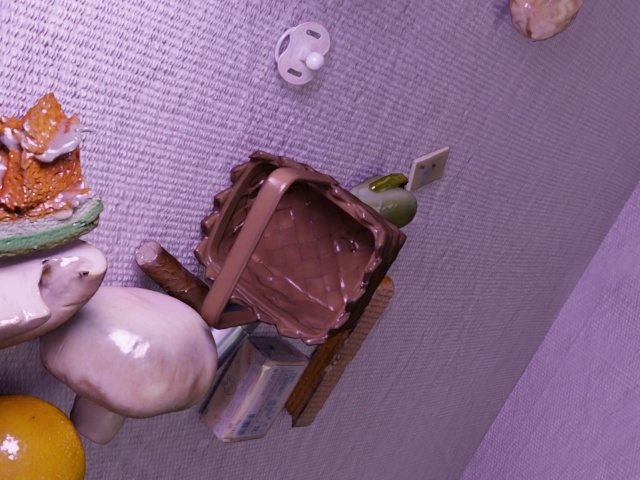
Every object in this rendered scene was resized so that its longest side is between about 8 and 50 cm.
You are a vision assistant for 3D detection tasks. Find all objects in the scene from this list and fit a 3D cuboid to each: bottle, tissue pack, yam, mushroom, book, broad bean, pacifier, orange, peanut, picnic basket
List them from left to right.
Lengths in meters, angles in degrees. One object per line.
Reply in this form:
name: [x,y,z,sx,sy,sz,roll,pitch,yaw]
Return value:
mushroom: [-0.414,0.085,1.150,0.286,0.156,0.151,-13,144,-32]
orange: [-0.442,0.326,1.277,0.236,0.236,0.236,-34,144,-29]
mushroom: [-0.285,0.191,1.338,0.260,0.254,0.234,20,98,-15]
yam: [-0.223,0.069,1.472,0.057,0.057,0.241,-49,149,-9]
bottle: [-0.195,0.179,1.597,0.253,0.079,0.096,-47,142,-9]
tissue pack: [-0.126,0.288,1.786,0.148,0.092,0.196,13,111,-57]
picnic basket: [-0.051,0.009,1.413,0.254,0.291,0.321,-61,161,13]
pacifier: [-0.023,-0.277,1.377,0.082,0.078,0.099,15,110,-35]
broad bean: [0.085,-0.038,1.744,0.228,0.100,0.169,-52,142,0]
book: [0.222,-0.146,1.899,0.111,0.014,0.077,-26,139,-39]
peanut: [0.473,-0.525,1.749,0.313,0.149,0.149,-51,149,-5]

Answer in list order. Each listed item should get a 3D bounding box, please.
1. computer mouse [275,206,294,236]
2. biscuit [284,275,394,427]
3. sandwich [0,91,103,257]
computer mouse: [0.001,-0.002,1.640,0.126,0.071,0.231,-38,112,5]
biscuit: [0.039,0.236,1.994,0.378,0.054,0.094,-59,150,9]
sandwich: [-0.355,-0.070,1.099,0.185,0.109,0.159,-28,143,-37]
